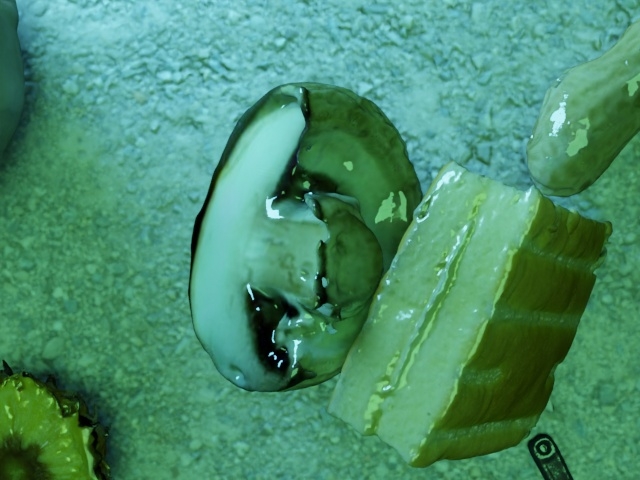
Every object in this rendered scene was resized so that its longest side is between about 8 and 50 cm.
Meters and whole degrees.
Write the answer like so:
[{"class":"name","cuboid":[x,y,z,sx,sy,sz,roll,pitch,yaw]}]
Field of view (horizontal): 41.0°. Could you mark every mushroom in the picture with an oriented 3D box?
[{"class":"mushroom","cuboid":[-0.005,0.004,0.788,0.189,0.164,0.267,-16,72,47]}]

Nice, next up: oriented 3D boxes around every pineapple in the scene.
[{"class":"pineapple","cuboid":[-0.301,0.227,0.873,0.224,0.076,0.225,0,94,7]}]

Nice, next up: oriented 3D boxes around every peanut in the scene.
[{"class":"peanut","cuboid":[0.272,-0.130,0.796,0.214,0.099,0.099,-40,91,8]}]

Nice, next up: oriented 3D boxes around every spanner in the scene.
[{"class":"spanner","cuboid":[0.264,0.291,0.867,0.046,0.012,0.208,-27,92,7]}]

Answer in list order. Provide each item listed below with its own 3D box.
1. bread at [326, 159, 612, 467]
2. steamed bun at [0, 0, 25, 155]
[{"class":"bread","cuboid":[0.150,0.066,0.751,0.111,0.246,0.239,29,98,34]},{"class":"steamed bun","cuboid":[-0.403,-0.173,0.764,0.236,0.247,0.384,-14,92,8]}]
